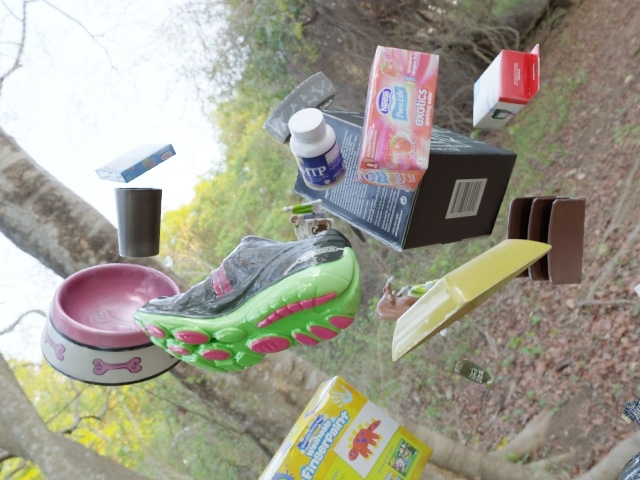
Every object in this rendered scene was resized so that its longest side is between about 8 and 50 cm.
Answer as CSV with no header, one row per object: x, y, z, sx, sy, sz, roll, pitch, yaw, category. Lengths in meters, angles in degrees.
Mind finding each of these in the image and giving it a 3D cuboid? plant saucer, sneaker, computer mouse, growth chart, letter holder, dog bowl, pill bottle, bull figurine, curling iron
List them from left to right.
-0.566,0.213,1.549,0.408,0.409,0.150,-51,-23,-61,dog bowl
-0.134,0.108,1.007,0.185,0.483,0.202,55,-148,-35,sneaker
-0.072,-0.528,2.228,0.349,0.102,0.349,-42,1,1,dog bowl
-0.011,-0.221,1.333,0.112,0.112,0.186,-59,-33,-27,pill bottle
0.000,0.000,1.491,0.021,0.237,0.172,-21,3,44,growth chart
0.127,-0.068,2.309,0.274,0.068,0.035,42,-109,-45,curling iron
0.352,0.235,1.963,0.101,0.311,0.188,67,-143,-49,bull figurine
0.464,0.190,2.135,0.126,0.240,0.091,0,-97,-70,sneaker
0.328,0.124,1.282,0.333,0.081,0.332,-23,-21,-33,plant saucer
0.538,0.456,1.891,0.192,0.086,0.064,31,-100,-51,sneaker
0.795,-0.003,1.953,0.152,0.215,0.301,-142,50,-77,letter holder
0.554,0.402,0.978,0.184,0.060,0.261,-85,-16,-45,computer mouse

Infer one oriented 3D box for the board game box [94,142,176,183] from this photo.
-0.508,-0.214,1.500,0.160,0.212,0.039,-39,-59,-27,board game box

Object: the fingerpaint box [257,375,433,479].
0.051,0.690,1.590,0.444,0.371,0.163,-53,1,-29,fingerpaint box

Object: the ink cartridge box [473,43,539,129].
0.476,-0.395,1.420,0.231,0.078,0.134,118,157,-76,ink cartridge box

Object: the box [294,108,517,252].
0.262,-0.208,1.730,0.480,0.472,0.297,-8,-62,-43,box

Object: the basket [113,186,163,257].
-0.609,-0.063,1.842,0.204,0.154,0.226,13,104,55,basket

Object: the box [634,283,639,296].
0.731,0.126,1.040,0.181,0.181,0.119,1,-40,-43,box

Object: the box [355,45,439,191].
0.179,-0.287,1.299,0.142,0.154,0.299,99,-179,-73,box
